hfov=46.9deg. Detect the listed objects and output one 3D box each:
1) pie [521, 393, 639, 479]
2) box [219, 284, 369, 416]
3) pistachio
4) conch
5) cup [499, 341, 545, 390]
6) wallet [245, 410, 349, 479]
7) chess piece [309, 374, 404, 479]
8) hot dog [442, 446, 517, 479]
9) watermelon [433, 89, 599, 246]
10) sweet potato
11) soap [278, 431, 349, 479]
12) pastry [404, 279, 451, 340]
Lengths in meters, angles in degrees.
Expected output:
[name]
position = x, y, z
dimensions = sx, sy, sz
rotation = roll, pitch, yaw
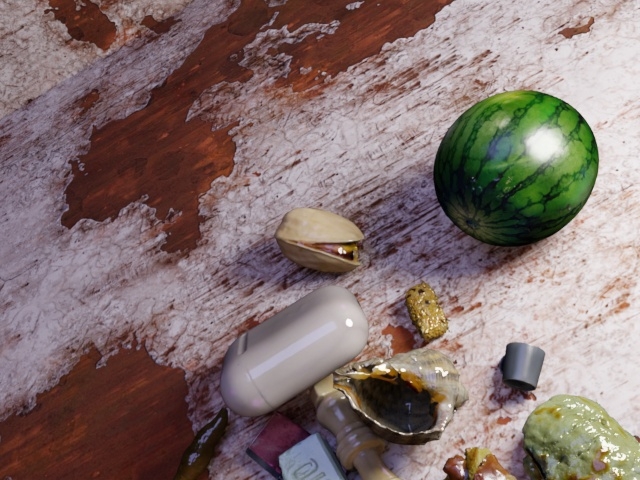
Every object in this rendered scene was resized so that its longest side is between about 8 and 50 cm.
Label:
[pie]
position = 0.468, 0.394, 1.331
dimensions = 0.201, 0.090, 0.248
rotation = -40, 45, 0
[box]
position = -0.059, 0.236, 1.619
dimensions = 0.349, 0.141, 0.289
rotation = -32, 11, 2
[pistachio]
position = 0.000, 0.000, 1.812
dimensions = 0.229, 0.157, 0.157
rotation = 14, 64, 24
[conch]
position = 0.162, 0.322, 1.481
dimensions = 0.291, 0.159, 0.210
rotation = 2, 53, -8
[cup]
position = 0.398, 0.256, 1.485
dimensions = 0.100, 0.078, 0.077
rotation = -23, 44, 58
[wallet]
position = -0.049, 0.470, 1.581
dimensions = 0.232, 0.025, 0.119
rotation = 27, 71, 37
[chess piece]
position = 0.080, 0.422, 1.498
dimensions = 0.117, 0.117, 0.397
rotation = -36, 46, -1
[hot dog]
position = 0.311, 0.473, 1.345
dimensions = 0.213, 0.103, 0.146
rotation = 32, 76, 38
[watermelon]
position = 0.419, -0.155, 1.596
dimensions = 0.363, 0.363, 0.363
rotation = -14, 52, 18
[sweet potato]
position = -0.286, 0.498, 1.657
dimensions = 0.067, 0.067, 0.274
rotation = 25, 75, 37
[soap]
position = 0.001, 0.500, 1.478
dimensions = 0.114, 0.063, 0.198
rotation = -34, 56, -1
[pastry]
position = 0.233, 0.156, 1.645
dimensions = 0.080, 0.056, 0.140
rotation = -24, 46, -5
